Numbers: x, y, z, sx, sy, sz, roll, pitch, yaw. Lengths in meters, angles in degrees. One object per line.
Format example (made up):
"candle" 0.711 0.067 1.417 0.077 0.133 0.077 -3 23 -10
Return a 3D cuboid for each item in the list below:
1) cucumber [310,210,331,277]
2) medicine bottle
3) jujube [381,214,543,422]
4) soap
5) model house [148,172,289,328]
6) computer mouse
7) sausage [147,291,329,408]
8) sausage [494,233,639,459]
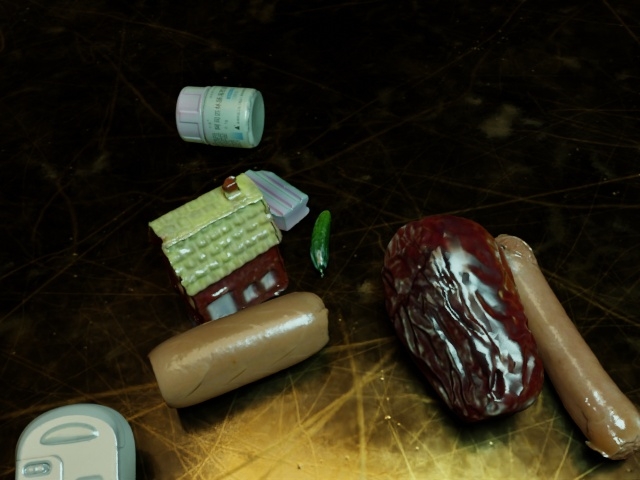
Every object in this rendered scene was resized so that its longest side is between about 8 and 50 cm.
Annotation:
"cucumber" 0.000 0.000 1.196 0.039 0.039 0.167 2 51 6
"medicine bottle" -0.221 -0.276 1.366 0.169 0.135 0.135 5 53 9
"jujube" 0.232 0.123 0.995 0.217 0.216 0.341 -15 59 -7
"soap" -0.109 -0.083 1.256 0.149 0.056 0.100 34 60 26
"model house" -0.182 0.008 1.069 0.196 0.253 0.160 -29 52 -19
"computer mouse" -0.352 0.386 0.872 0.184 0.121 0.296 -7 67 -16
"sausage" -0.126 0.175 1.017 0.305 0.121 0.121 -21 54 -11
"sausage" 0.384 0.155 1.015 0.094 0.094 0.418 -29 54 9
